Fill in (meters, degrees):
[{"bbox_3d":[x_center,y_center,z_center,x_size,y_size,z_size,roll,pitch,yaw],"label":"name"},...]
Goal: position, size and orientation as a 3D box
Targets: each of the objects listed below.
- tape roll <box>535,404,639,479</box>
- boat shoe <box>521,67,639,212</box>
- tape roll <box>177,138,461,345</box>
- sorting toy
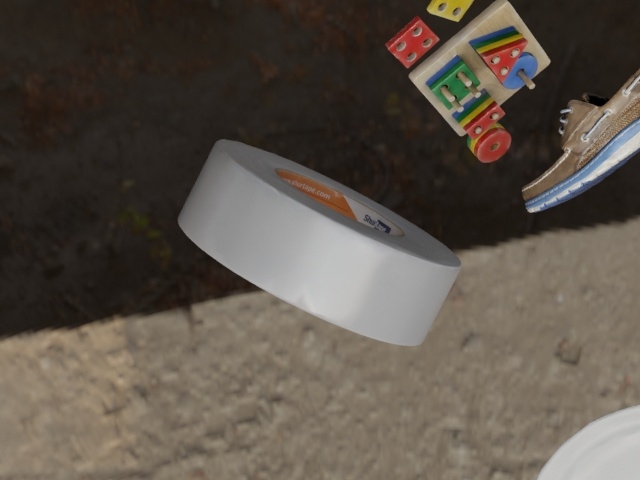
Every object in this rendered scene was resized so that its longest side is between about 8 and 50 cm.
[{"bbox_3d":[0.303,0.283,1.382,0.286,0.100,0.286,0,62,1],"label":"tape roll"},{"bbox_3d":[0.235,-0.092,1.368,0.183,0.066,0.066,-37,82,23],"label":"boat shoe"},{"bbox_3d":[0.000,0.000,1.298,0.219,0.219,0.072,31,100,21],"label":"tape roll"},{"bbox_3d":[0.178,-0.181,1.773,0.132,0.274,0.046,-40,52,7],"label":"sorting toy"}]
